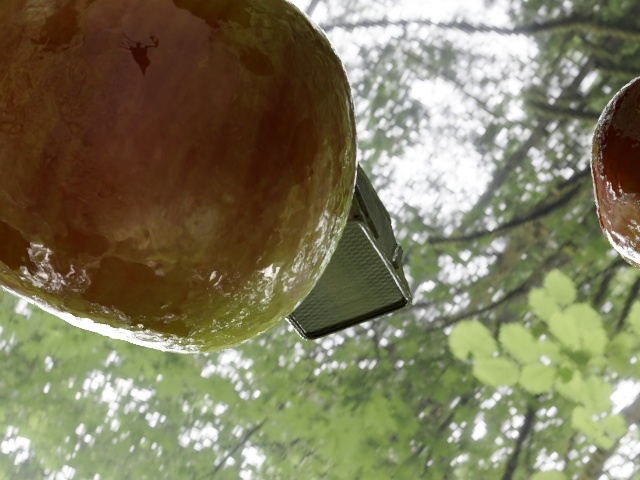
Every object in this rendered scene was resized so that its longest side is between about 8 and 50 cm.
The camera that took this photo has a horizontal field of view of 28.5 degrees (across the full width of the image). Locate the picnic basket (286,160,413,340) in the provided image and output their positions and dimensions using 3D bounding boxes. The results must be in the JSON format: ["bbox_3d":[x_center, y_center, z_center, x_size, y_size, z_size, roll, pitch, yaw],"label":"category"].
[{"bbox_3d":[0.000,0.000,1.582,0.165,0.266,0.139,-21,-124,11],"label":"picnic basket"}]

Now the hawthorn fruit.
[{"bbox_3d":[0.224,-0.037,0.749,0.133,0.138,0.132,2,-140,-2],"label":"hawthorn fruit"}]

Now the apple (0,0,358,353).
[{"bbox_3d":[-0.106,-0.060,0.795,0.286,0.286,0.233,23,-90,-7],"label":"apple"}]
